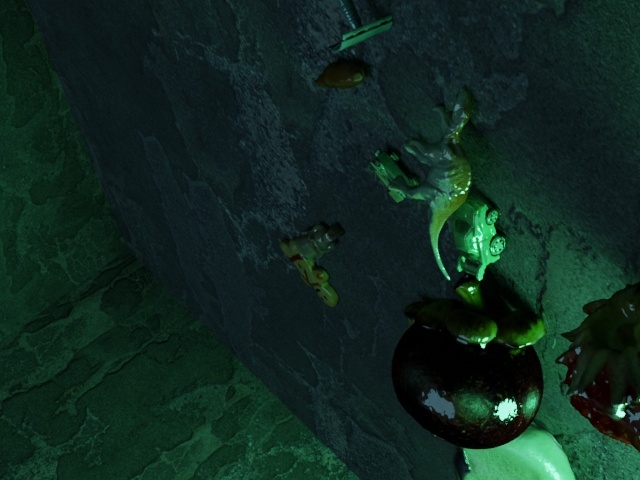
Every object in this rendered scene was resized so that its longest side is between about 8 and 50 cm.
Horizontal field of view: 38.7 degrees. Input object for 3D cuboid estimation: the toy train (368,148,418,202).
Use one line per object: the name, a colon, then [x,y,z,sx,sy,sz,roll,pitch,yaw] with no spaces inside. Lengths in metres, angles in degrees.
toy train: [0.148,-0.131,1.835,0.122,0.050,0.081,50,166,-1]

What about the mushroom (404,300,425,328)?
mushroom: [0.288,0.279,2.162,0.107,0.087,0.333,20,145,52]

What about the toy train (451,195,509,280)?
toy train: [0.286,-0.010,1.701,0.099,0.081,0.149,28,149,48]

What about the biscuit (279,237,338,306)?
biscuit: [-0.027,0.091,2.566,0.234,0.030,0.153,55,160,-9]

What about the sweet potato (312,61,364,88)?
sweet potato: [0.029,-0.319,1.766,0.056,0.056,0.195,59,162,-18]

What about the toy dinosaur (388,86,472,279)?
toy dinosaur: [0.204,-0.095,1.640,0.205,0.092,0.393,29,127,52]

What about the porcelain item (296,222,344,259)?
porcelain item: [0.000,0.000,2.330,0.084,0.054,0.213,52,158,-5]

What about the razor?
razor: [0.024,-0.445,1.551,0.232,0.106,0.068,65,157,-2]

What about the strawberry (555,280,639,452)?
strawberry: [0.538,0.221,1.365,0.343,0.292,0.292,43,162,-20]

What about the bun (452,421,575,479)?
bun: [0.452,0.507,2.069,0.293,0.187,0.293,18,126,27]

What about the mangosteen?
mangosteen: [0.303,0.259,1.837,0.330,0.330,0.330,42,157,23]
